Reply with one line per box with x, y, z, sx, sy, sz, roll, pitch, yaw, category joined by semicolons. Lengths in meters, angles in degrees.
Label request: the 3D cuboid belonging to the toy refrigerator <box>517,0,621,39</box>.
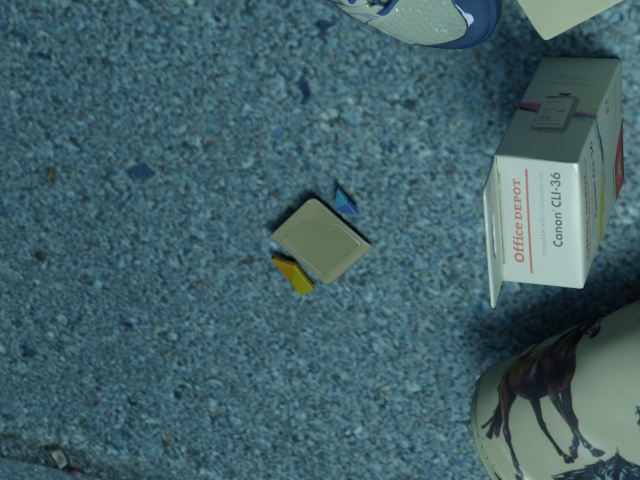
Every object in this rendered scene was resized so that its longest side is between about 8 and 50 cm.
0.250;-0.253;1.261;0.269;0.094;0.102;-27;103;35;toy refrigerator

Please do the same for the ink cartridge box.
0.179;-0.043;1.372;0.067;0.198;0.115;5;126;20;ink cartridge box

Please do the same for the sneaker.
-0.005;-0.218;1.372;0.296;0.131;0.112;30;128;-1;sneaker

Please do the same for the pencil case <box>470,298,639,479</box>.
0.327;0.115;1.448;0.410;0.160;0.183;-27;110;36;pencil case

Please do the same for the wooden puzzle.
0.000;0.000;1.605;0.078;0.014;0.116;43;130;-16;wooden puzzle
